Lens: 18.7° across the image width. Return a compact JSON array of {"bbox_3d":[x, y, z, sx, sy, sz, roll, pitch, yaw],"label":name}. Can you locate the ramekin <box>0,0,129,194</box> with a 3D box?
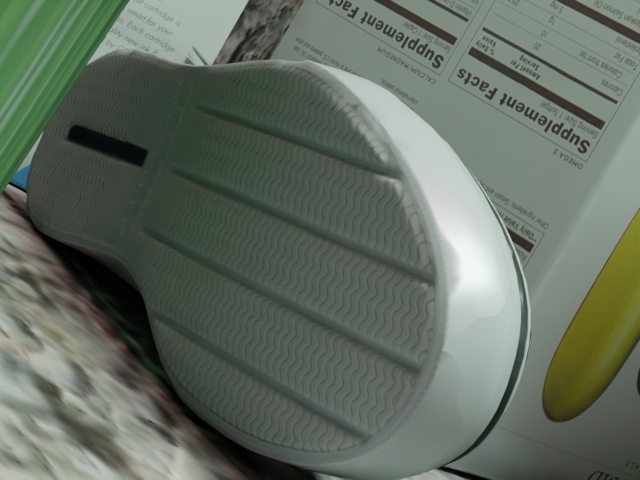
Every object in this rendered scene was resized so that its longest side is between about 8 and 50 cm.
[{"bbox_3d":[-0.199,-0.120,0.608,0.303,0.148,0.303,29,6,-3],"label":"ramekin"}]

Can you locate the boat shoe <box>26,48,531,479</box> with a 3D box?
[{"bbox_3d":[0.000,0.000,0.698,0.119,0.121,0.335,22,7,-28],"label":"boat shoe"}]

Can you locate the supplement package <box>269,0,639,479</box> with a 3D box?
[{"bbox_3d":[0.109,-0.040,0.885,0.198,0.262,0.199,36,8,40],"label":"supplement package"}]

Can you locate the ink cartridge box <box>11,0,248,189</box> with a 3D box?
[{"bbox_3d":[-0.093,-0.107,0.870,0.104,0.180,0.060,30,6,-9],"label":"ink cartridge box"}]
